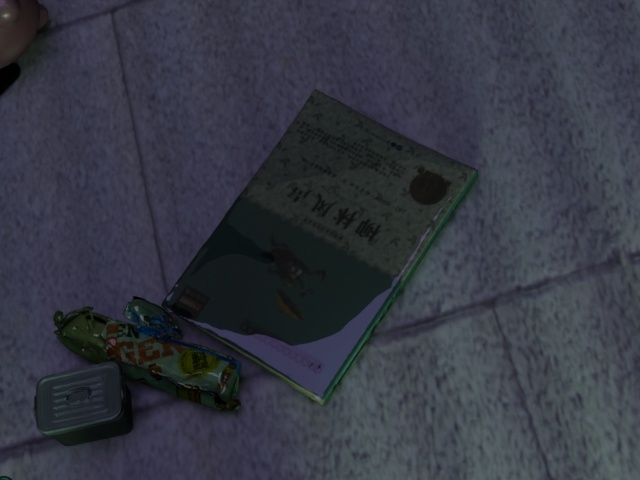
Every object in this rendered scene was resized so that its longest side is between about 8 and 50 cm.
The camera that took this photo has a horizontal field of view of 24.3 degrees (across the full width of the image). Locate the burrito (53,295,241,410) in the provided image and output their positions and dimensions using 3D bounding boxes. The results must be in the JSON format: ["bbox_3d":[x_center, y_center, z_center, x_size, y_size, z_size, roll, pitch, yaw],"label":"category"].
[{"bbox_3d":[-0.216,0.136,1.921,0.288,0.054,0.104,17,67,22],"label":"burrito"}]

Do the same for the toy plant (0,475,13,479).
[{"bbox_3d":[-0.442,0.373,1.822,0.143,0.105,0.200,40,65,21],"label":"toy plant"}]

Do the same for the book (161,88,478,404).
[{"bbox_3d":[0.000,0.000,1.943,0.264,0.031,0.379,28,71,19],"label":"book"}]

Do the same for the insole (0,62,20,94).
[{"bbox_3d":[-0.517,-0.197,2.215,0.064,0.004,0.188,31,73,27],"label":"insole"}]

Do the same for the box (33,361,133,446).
[{"bbox_3d":[-0.297,0.213,1.891,0.122,0.069,0.084,-12,58,7],"label":"box"}]

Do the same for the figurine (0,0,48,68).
[{"bbox_3d":[-0.498,-0.332,2.192,0.173,0.173,0.173,-6,60,11],"label":"figurine"}]
